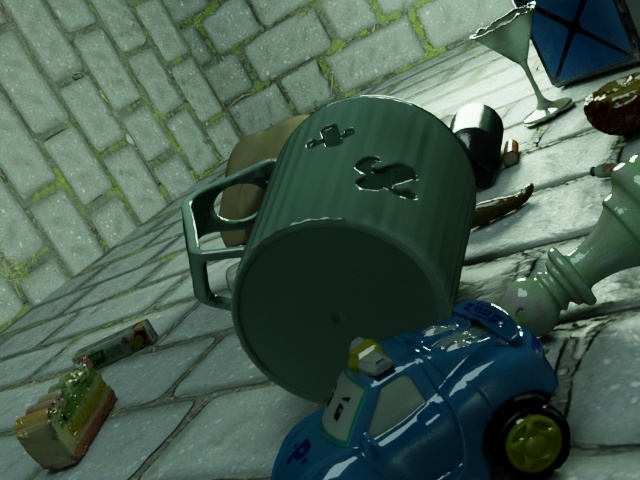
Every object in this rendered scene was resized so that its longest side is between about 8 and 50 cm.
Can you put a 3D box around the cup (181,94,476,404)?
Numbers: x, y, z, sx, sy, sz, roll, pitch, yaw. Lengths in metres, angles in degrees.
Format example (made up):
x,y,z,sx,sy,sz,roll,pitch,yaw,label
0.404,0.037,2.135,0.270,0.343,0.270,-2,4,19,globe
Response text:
x,y,z,sx,sy,sz,roll,pitch,yaw,label
0.014,0.019,1.115,0.400,0.310,0.392,-25,19,22,cup

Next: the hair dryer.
x,y,z,sx,sy,sz,roll,pitch,yaw,label
0.233,-0.138,1.653,0.302,0.116,0.244,-35,11,28,hair dryer

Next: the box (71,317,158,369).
x,y,z,sx,sy,sz,roll,pitch,yaw,label
-0.456,0.237,1.788,0.207,0.050,0.041,-25,14,18,box

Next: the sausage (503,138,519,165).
x,y,z,sx,sy,sz,roll,pitch,yaw,label
0.378,-0.179,1.603,0.031,0.031,0.107,-23,16,24,sausage

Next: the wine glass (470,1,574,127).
x,y,z,sx,sy,sz,roll,pitch,yaw,label
0.437,-0.368,1.724,0.156,0.232,0.156,-29,13,7,wine glass

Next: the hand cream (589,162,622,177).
x,y,z,sx,sy,sz,roll,pitch,yaw,label
0.460,-0.109,1.237,0.035,0.022,0.102,-33,19,-31,hand cream

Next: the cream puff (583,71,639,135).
x,y,z,sx,sy,sz,roll,pitch,yaw,label
0.529,-0.231,1.384,0.149,0.084,0.149,-24,18,8,cream puff

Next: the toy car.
x,y,z,sx,sy,sz,roll,pitch,yaw,label
0.072,0.175,0.768,0.314,0.166,0.198,-32,11,-5,toy car

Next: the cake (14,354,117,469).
x,y,z,sx,sy,sz,roll,pitch,yaw,label
-0.447,0.304,1.428,0.090,0.109,0.225,-27,15,14,cake

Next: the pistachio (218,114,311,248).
x,y,z,sx,sy,sz,roll,pitch,yaw,label
-0.082,-0.118,1.801,0.365,0.281,0.445,-58,7,1,pistachio

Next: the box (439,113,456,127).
x,y,z,sx,sy,sz,roll,pitch,yaw,label
0.260,-0.235,1.981,0.230,0.050,0.160,-32,14,-6,box

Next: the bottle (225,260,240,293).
x,y,z,sx,sy,sz,roll,pitch,yaw,label
-0.056,0.048,1.527,0.233,0.110,0.110,-28,15,11,bottle

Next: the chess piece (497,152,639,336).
x,y,z,sx,sy,sz,roll,pitch,yaw,label
0.300,0.032,0.920,0.271,0.139,0.139,-40,13,11,chess piece

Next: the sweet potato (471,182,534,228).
x,y,z,sx,sy,sz,roll,pitch,yaw,label
0.291,-0.055,1.348,0.153,0.038,0.041,-27,38,5,sweet potato

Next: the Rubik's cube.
x,y,z,sx,sy,sz,roll,pitch,yaw,label
0.637,-0.530,1.838,0.254,0.260,0.259,-37,18,-32,Rubik's cube
